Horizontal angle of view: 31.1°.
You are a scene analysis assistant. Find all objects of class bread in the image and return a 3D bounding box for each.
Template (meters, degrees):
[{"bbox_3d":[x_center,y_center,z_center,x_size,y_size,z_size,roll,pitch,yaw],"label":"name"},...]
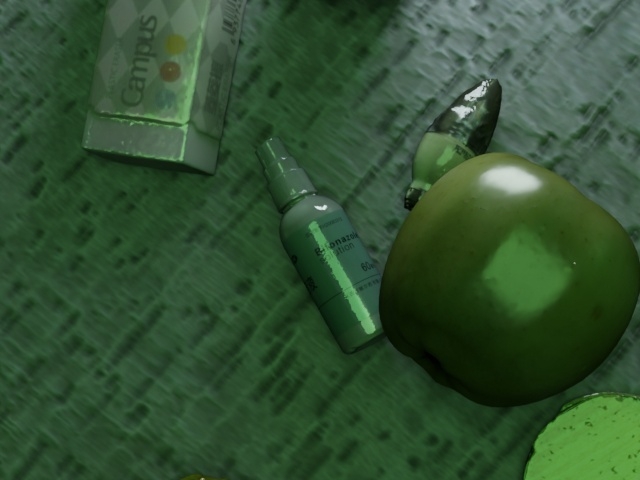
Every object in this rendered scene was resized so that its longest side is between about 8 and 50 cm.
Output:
[{"bbox_3d":[0.441,0.375,1.712,0.301,0.045,0.301,-1,79,3],"label":"bread"}]

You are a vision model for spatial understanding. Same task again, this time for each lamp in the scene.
[{"bbox_3d":[0.208,-0.149,1.789,0.101,0.101,0.250,29,79,8],"label":"lamp"}]

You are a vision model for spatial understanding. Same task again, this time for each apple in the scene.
[{"bbox_3d":[0.266,0.063,1.626,0.357,0.357,0.357,-1,81,4],"label":"apple"}]

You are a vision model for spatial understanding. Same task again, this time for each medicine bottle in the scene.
[{"bbox_3d":[0.000,0.000,1.769,0.110,0.110,0.352,-29,80,-1],"label":"medicine bottle"}]

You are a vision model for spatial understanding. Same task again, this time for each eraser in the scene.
[{"bbox_3d":[-0.242,-0.315,1.851,0.213,0.082,0.397,8,81,6],"label":"eraser"}]

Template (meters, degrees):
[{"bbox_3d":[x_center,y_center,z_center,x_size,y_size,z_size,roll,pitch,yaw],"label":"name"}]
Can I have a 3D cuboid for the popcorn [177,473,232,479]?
[{"bbox_3d":[-0.192,0.455,1.629,0.326,0.290,0.321,-24,74,-29],"label":"popcorn"}]
